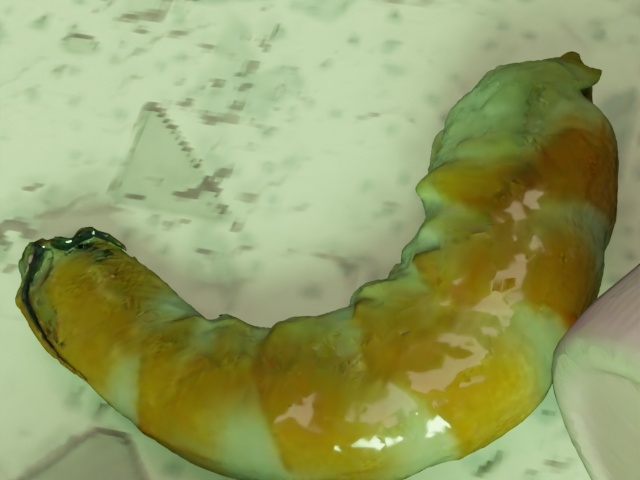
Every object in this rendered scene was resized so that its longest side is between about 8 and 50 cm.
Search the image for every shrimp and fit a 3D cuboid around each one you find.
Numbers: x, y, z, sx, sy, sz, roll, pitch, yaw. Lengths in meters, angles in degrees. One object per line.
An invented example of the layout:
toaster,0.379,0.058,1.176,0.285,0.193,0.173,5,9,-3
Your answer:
shrimp,0.000,0.000,0.533,0.166,0.049,0.161,11,58,22

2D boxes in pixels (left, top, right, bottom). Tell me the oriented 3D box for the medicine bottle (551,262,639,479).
medicine bottle,0.230,0.000,0.384,0.316,0.202,0.202,-39,59,-7
